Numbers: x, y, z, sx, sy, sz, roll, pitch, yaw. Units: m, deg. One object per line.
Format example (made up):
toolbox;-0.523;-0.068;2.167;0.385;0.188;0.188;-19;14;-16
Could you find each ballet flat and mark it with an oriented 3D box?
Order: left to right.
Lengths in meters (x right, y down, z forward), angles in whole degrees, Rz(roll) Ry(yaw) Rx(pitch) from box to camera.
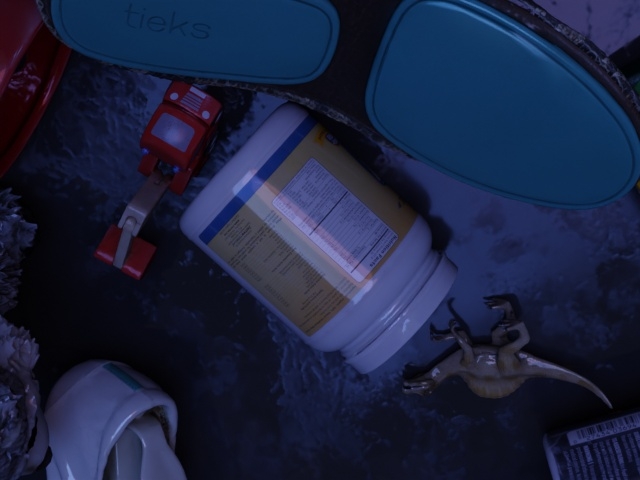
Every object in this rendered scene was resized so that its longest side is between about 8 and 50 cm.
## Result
ballet flat;-0.169;0.306;1.024;0.139;0.139;0.400;-2;100;6
ballet flat;0.028;-0.170;0.882;0.482;0.182;0.164;16;129;-9

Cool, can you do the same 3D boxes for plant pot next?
plant pot;-0.308;-0.153;0.913;0.174;0.191;0.191;24;104;-4

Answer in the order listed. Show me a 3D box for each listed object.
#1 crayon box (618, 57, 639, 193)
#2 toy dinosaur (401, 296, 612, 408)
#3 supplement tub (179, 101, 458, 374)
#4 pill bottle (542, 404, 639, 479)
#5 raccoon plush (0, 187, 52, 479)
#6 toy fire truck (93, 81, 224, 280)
crayon box;0.394;-0.105;0.871;0.318;0.081;0.202;-29;98;29
toy dinosaur;0.163;0.102;1.012;0.183;0.053;0.093;-1;118;13
supplement tub;0.000;0.000;0.947;0.199;0.144;0.144;42;103;-5
pill bottle;0.323;0.192;0.968;0.245;0.130;0.130;-17;100;9
raccoon plush;-0.403;0.057;0.870;0.446;0.299;0.216;21;112;-20
toy fire truck;-0.137;-0.045;0.953;0.047;0.192;0.135;29;75;-2
